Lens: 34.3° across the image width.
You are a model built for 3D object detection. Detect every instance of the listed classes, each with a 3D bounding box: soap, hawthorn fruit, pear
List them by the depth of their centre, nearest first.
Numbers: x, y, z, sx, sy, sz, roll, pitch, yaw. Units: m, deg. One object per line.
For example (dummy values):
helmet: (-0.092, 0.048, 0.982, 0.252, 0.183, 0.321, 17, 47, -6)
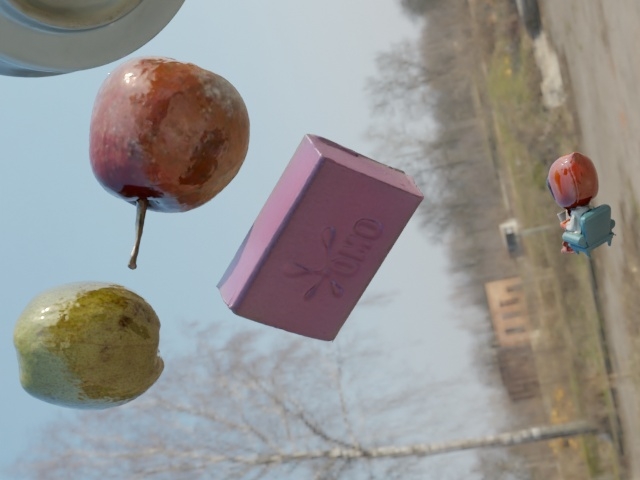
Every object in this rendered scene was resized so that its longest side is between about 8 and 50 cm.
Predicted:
soap: (0.001, 0.001, 1.404, 0.181, 0.259, 0.081, 20, -158, -33)
hawthorn fruit: (-0.236, -0.150, 1.498, 0.231, 0.263, 0.235, 59, 175, -22)
pear: (-0.332, 0.153, 1.515, 0.228, 0.211, 0.188, 131, 143, -81)

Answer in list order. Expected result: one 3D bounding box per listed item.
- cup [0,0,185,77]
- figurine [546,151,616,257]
cup: (-0.245, -0.295, 0.944, 0.163, 0.347, 0.347, 43, 157, 53)
figurine: (0.337, -0.050, 1.355, 0.075, 0.068, 0.140, 18, 127, 64)
